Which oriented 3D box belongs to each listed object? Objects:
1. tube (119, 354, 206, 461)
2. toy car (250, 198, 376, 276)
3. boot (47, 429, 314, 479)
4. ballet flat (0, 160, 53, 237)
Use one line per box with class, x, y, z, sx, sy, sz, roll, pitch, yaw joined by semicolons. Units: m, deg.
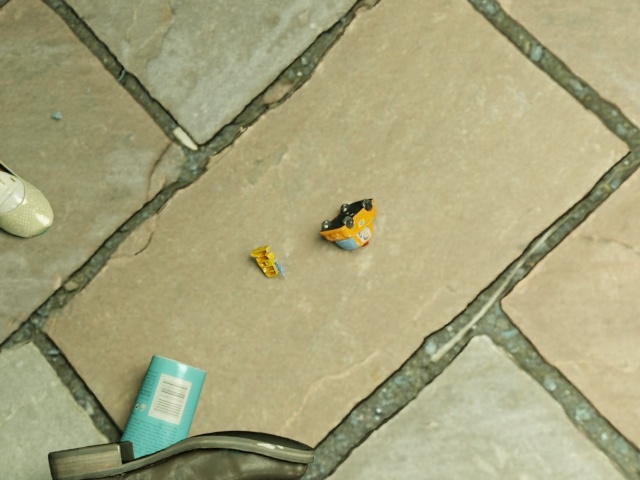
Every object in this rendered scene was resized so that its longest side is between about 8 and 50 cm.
tube;-0.162;0.210;1.441;0.080;0.052;0.207;15;81;24
toy car;0.000;0.000;1.476;0.122;0.060;0.040;-20;108;30
boot;-0.123;0.287;1.372;0.263;0.091;0.229;-7;84;12
ballet flat;-0.342;-0.060;1.604;0.168;0.052;0.057;37;86;27
